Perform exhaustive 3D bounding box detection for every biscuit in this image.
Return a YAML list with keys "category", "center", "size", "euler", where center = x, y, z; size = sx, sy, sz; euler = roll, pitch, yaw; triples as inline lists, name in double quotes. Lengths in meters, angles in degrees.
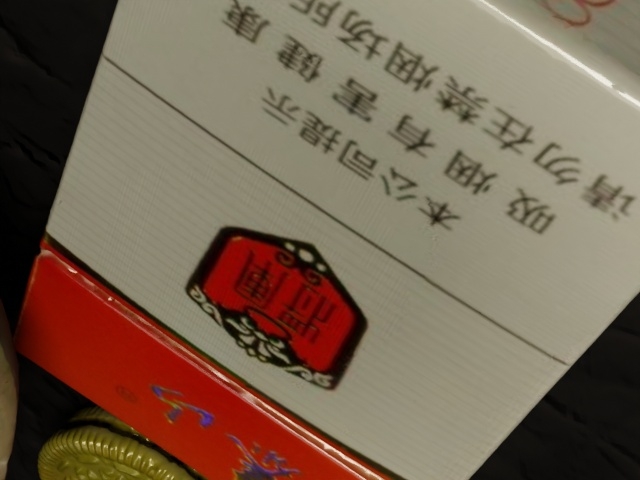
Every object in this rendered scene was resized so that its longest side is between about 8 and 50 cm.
- category: "biscuit"
  center: [-0.058, 0.090, 0.627]
  size: [0.084, 0.023, 0.084]
  euler: [23, 143, 19]

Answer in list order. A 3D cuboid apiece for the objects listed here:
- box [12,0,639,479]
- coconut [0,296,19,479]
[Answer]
- category: "box"
  center: [0.000, 0.000, 0.461]
  size: [0.139, 0.035, 0.245]
  euler: [34, 145, 1]
- category: "coconut"
  center: [-0.204, 0.041, 0.527]
  size: [0.259, 0.259, 0.259]
  euler: [22, 144, 18]
